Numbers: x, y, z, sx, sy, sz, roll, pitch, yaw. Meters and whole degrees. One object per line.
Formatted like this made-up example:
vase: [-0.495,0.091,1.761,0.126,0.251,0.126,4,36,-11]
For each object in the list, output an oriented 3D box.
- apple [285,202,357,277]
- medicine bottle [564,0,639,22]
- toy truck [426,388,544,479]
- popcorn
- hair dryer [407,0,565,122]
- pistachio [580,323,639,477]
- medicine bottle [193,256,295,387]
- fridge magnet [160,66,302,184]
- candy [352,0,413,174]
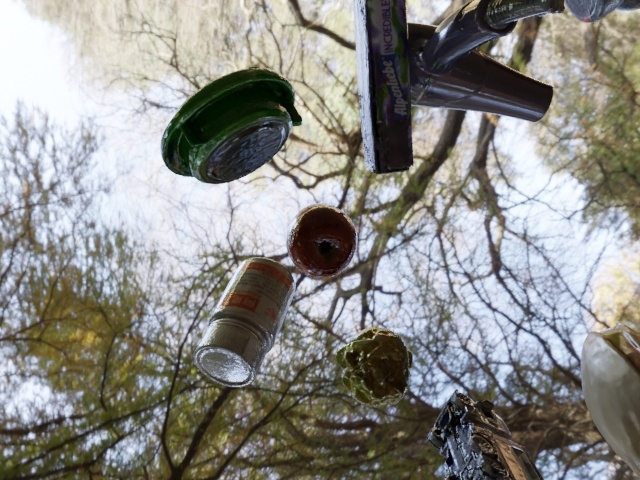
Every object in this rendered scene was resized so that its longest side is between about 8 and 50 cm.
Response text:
apple: [0.000,0.000,1.180,0.180,0.181,0.168,10,-174,-15]
medicine bottle: [0.540,-0.467,0.755,0.293,0.141,0.141,-31,-128,4]
toy truck: [0.300,0.398,0.851,0.155,0.124,0.268,24,-166,-4]
popcorn: [0.131,0.303,1.160,0.167,0.186,0.187,-8,-151,30]
hair dryer: [0.220,-0.242,0.629,0.301,0.121,0.361,15,-174,-5]
pistachio: [0.825,0.417,1.176,0.365,0.281,0.446,46,-161,-55]
medicine bottle: [-0.148,0.162,0.980,0.144,0.144,0.252,21,-137,-2]
fridge magnet: [-0.121,-0.151,0.665,0.208,0.208,0.088,-24,-104,-41]
candy: [0.079,-0.244,0.608,0.061,0.313,0.088,-7,-161,-4]
